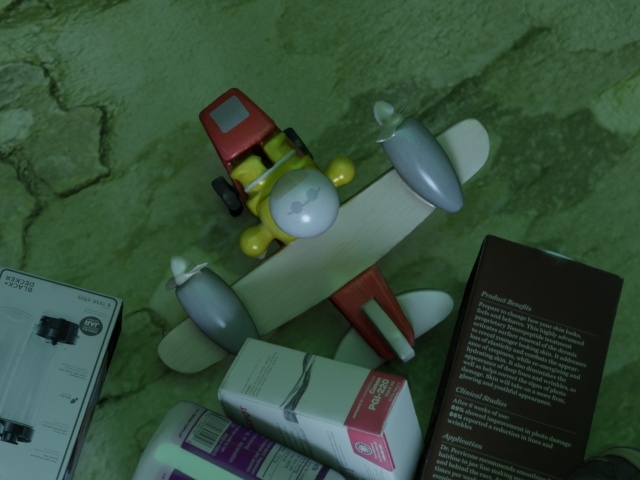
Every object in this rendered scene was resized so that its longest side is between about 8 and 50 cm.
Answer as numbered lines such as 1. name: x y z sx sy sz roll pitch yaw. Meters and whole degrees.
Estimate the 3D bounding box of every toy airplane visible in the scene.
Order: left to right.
1. toy airplane: 0.000 0.000 2.052 0.384 0.272 0.386 9 77 8

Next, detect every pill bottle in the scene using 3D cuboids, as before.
1. pill bottle: -0.069 0.324 1.922 0.301 0.169 0.169 26 60 6

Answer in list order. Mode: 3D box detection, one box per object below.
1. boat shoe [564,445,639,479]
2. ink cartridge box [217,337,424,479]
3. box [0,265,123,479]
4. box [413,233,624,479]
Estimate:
1. boat shoe: 0.384 0.406 1.855 0.130 0.132 0.355 -9 56 -36
2. ink cartridge box: 0.003 0.217 1.960 0.218 0.158 0.092 11 55 22
3. box: -0.363 0.191 1.996 0.169 0.087 0.290 15 59 -1
4. box: 0.244 0.201 2.059 0.191 0.143 0.381 18 61 2
